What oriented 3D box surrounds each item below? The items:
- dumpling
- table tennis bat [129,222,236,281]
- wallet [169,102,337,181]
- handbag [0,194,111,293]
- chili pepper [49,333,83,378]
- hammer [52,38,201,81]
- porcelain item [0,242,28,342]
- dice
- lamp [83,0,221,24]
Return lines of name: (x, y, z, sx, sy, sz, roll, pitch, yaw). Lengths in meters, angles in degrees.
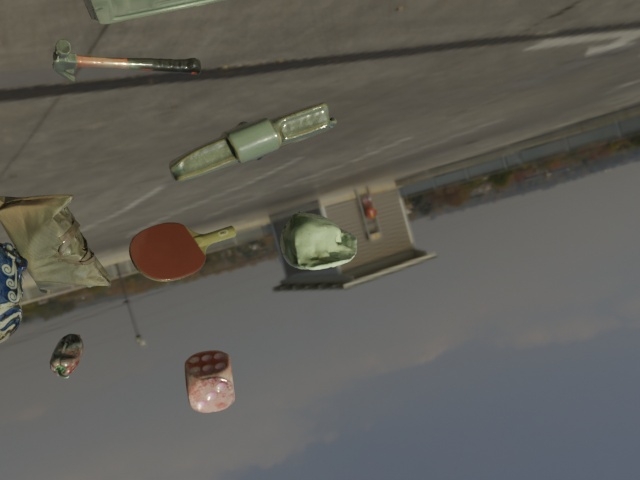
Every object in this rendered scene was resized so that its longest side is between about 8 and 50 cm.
dumpling: (-0.009, -0.010, 1.343, 0.153, 0.108, 0.219, -18, -147, 1)
table tennis bat: (-0.289, 0.013, 1.440, 0.246, 0.138, 0.022, -19, 156, -36)
wallet: (-0.148, -0.206, 1.411, 0.360, 0.083, 0.252, -22, -173, -6)
handbag: (-0.553, 0.006, 1.404, 0.182, 0.270, 0.117, -6, -142, 11)
chili pepper: (-0.479, 0.212, 1.275, 0.041, 0.050, 0.153, -52, -160, 18)
hammer: (-0.369, -0.343, 1.304, 0.288, 0.033, 0.111, -6, 169, -28)
porcelain item: (-0.591, 0.063, 1.057, 0.138, 0.186, 0.288, -7, 154, 31)
dice: (-0.220, 0.280, 1.336, 0.093, 0.091, 0.094, -8, -153, -10)
lamp: (-0.145, -0.316, 0.781, 0.266, 0.047, 0.269, -16, -168, -11)
